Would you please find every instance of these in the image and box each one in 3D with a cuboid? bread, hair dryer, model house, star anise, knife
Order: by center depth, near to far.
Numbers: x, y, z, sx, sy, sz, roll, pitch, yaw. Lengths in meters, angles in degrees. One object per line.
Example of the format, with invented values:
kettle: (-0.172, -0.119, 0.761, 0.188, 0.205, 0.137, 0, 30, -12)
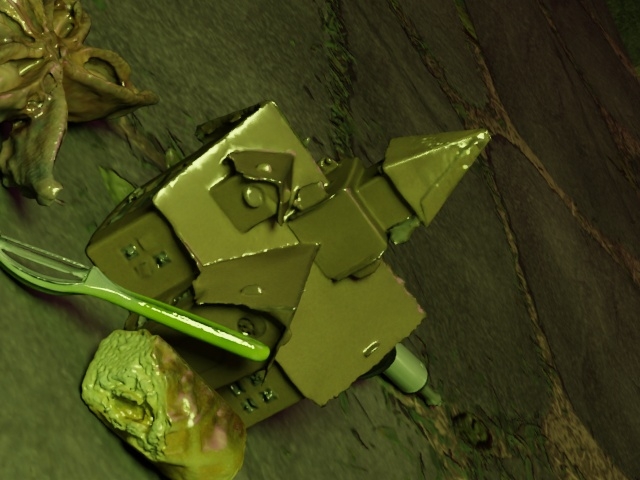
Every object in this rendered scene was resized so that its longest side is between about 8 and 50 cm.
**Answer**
knife: (-0.115, 0.034, 0.974, 0.184, 0.026, 0.022, 22, 16, -7)
bread: (-0.087, 0.105, 0.991, 0.110, 0.060, 0.066, 50, -1, -30)
star anise: (-0.191, -0.116, 1.049, 0.172, 0.063, 0.208, 51, 26, -11)
model house: (0.000, 0.000, 1.057, 0.181, 0.248, 0.176, 52, 23, -15)
hair dryer: (0.051, 0.086, 1.346, 0.198, 0.057, 0.100, 48, 23, -49)
